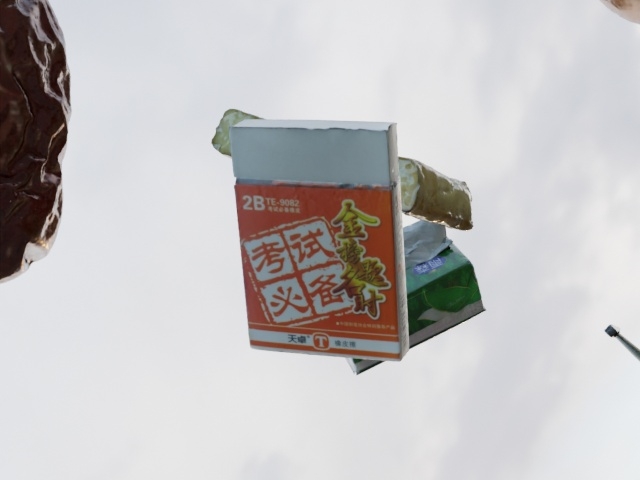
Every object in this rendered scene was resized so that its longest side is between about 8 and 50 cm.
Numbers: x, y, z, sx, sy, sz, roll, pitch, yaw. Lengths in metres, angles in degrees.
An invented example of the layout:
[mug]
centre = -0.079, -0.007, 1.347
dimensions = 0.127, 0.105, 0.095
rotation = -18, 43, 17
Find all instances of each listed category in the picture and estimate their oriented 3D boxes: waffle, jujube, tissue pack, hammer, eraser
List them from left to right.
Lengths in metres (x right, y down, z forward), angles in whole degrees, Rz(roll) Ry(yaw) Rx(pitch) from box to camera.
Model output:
[jujube]
centre = -0.356, -0.123, 1.276
dimensions = 0.216, 0.216, 0.342
rotation = -9, -85, -52
[eraser]
centre = 0.000, 0.000, 1.163
dimensions = 0.038, 0.157, 0.230
rotation = -44, -47, -61
[waffle]
centre = 0.029, -0.077, 1.361
dimensions = 0.168, 0.274, 0.057
rotation = 14, -86, -58
[tissue pack]
centre = 0.099, 0.059, 1.742
dimensions = 0.209, 0.148, 0.156
rotation = -25, -53, -6
[hammer]
centre = 0.408, 0.167, 1.427
dimensions = 0.013, 0.199, 0.062
rotation = -49, -16, 10

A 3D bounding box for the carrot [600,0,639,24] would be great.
[carrot]
centre = 0.357, -0.318, 1.237
dimensions = 0.193, 0.214, 0.331
rotation = -56, 4, -16
